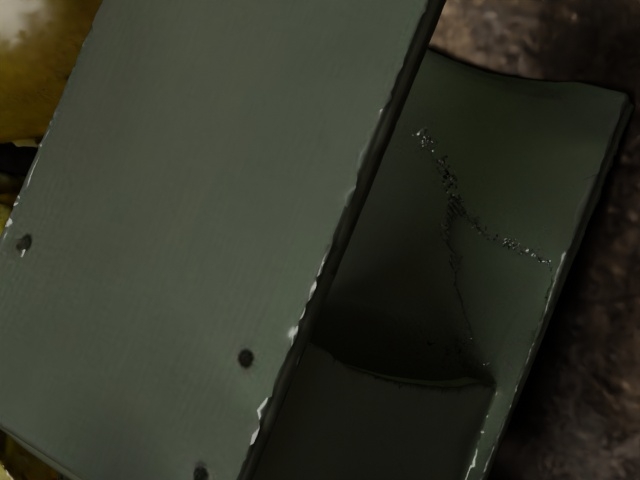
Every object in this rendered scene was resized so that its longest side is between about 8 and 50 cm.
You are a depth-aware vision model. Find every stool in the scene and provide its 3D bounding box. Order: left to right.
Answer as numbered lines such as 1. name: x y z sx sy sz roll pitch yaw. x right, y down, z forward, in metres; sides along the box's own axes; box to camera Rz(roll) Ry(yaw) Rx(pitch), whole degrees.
1. stool: 0.000 0.000 0.568 0.170 0.244 0.269 22 89 32

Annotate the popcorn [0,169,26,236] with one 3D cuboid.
1. popcorn: -0.274 0.030 0.852 0.189 0.218 0.169 147 118 -67

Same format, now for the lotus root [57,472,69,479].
1. lotus root: -0.015 0.215 0.701 0.398 0.196 0.179 22 108 36

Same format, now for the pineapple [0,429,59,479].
1. pineapple: -0.312 0.162 0.982 0.237 0.114 0.186 0 98 27

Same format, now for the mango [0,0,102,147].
1. mango: -0.289 -0.188 0.813 0.445 0.221 0.301 22 97 33
